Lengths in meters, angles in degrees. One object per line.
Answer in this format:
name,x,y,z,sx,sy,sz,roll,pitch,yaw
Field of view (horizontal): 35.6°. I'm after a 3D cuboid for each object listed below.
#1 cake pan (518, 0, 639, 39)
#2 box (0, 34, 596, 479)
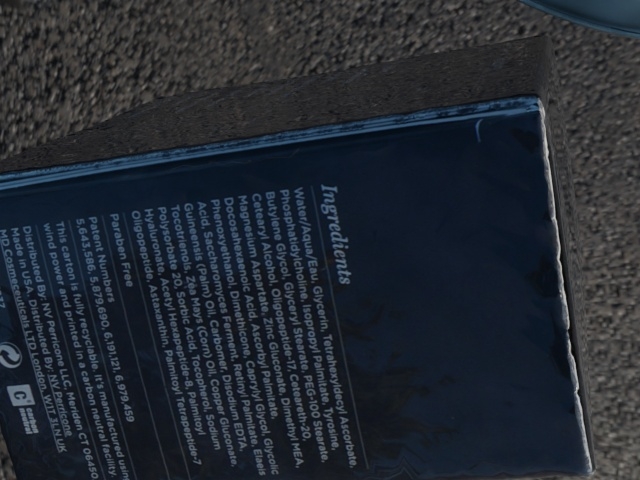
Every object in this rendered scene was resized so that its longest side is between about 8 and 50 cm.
cake pan,0.226,-0.279,0.922,0.293,0.054,0.293,14,35,-10
box,0.000,0.000,0.952,0.472,0.480,0.297,-8,104,16
